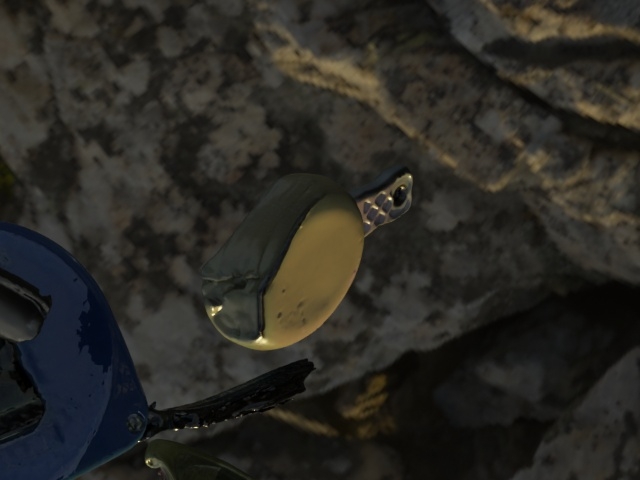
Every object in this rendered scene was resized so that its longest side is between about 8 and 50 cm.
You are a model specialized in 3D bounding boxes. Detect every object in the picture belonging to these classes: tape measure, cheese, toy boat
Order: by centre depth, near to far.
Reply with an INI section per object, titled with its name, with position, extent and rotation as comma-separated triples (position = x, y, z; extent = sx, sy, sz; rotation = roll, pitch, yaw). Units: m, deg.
[cheese]
position = -0.001, -0.005, 0.823
extent = 0.047, 0.171, 0.092
rotation = 25, 148, 32
[tape measure]
position = -0.177, 0.073, 0.959
extent = 0.098, 0.351, 0.215
rotation = -21, 93, 64
[toy boat]
position = -0.078, 0.227, 1.158
extent = 0.185, 0.089, 0.071
rotation = 34, 139, -15

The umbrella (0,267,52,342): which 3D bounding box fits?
[umbrella]
position = -0.282, -0.033, 0.718
extent = 0.118, 0.118, 0.340
rotation = -23, 138, 36
